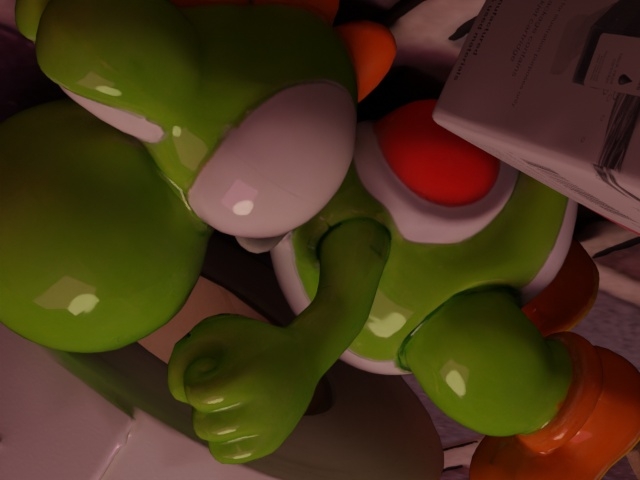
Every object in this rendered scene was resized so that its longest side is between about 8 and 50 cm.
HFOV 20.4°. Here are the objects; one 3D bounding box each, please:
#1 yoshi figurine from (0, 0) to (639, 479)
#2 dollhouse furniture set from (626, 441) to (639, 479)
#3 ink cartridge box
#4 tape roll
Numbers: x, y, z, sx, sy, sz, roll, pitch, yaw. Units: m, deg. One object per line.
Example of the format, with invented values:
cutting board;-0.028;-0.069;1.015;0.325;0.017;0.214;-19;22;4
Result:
yoshi figurine;-0.021;0.012;0.814;0.203;0.203;0.362;-2;151;48
dollhouse furniture set;0.284;0.113;0.911;0.262;0.135;0.259;8;154;27
ink cartridge box;0.165;-0.031;0.621;0.158;0.092;0.218;26;-178;-29
tape roll;-0.081;0.081;0.913;0.286;0.100;0.286;30;-164;-10
